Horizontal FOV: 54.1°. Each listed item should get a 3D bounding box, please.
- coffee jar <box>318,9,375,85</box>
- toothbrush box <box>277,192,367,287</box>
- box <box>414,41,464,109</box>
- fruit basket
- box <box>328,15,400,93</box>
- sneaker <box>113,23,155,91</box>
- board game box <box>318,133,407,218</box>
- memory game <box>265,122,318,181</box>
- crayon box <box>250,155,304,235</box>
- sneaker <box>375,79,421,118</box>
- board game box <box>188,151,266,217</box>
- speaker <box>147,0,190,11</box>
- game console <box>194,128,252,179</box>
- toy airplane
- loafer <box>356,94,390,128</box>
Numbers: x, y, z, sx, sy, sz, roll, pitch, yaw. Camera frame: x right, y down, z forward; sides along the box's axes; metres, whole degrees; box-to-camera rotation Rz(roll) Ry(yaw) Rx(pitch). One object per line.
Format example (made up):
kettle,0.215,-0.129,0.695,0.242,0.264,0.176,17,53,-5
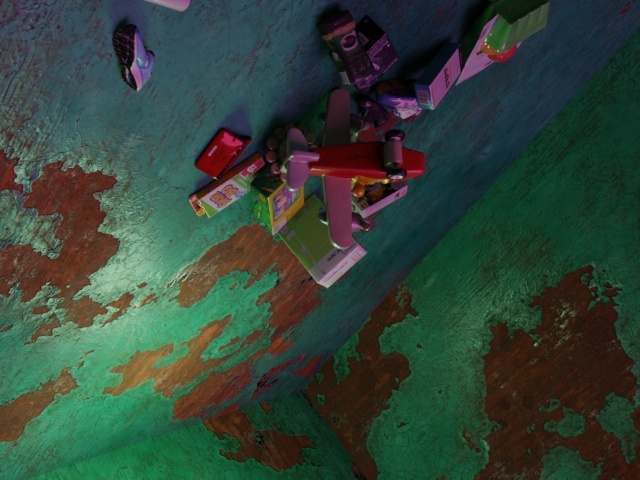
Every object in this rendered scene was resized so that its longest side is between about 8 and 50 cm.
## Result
coffee jar,0.069,-0.518,1.683,0.096,0.079,0.184,-32,114,-12
toothbrush box,0.000,0.000,2.339,0.206,0.283,0.122,-43,156,5
box,0.398,-0.551,2.090,0.244,0.060,0.100,-54,144,-29
fruit basket,0.636,-0.728,2.208,0.327,0.165,0.353,-33,171,-13
box,0.130,-0.537,1.825,0.156,0.093,0.158,-44,157,8
sneaker,-0.397,-0.404,1.352,0.073,0.063,0.162,-47,167,-30
board game box,0.118,-0.224,2.089,0.193,0.305,0.053,-30,152,-22
memory game,-0.085,-0.269,1.925,0.186,0.186,0.012,-27,-162,-26
crayon box,-0.137,-0.151,2.059,0.165,0.081,0.278,-47,163,-20
sneaker,0.281,-0.468,2.141,0.296,0.112,0.131,-13,145,-45
board game box,-0.282,-0.165,1.950,0.259,0.039,0.124,-33,156,-9
speaker,-0.329,-0.504,1.258,0.136,0.055,0.055,-6,139,-52
game console,-0.280,-0.256,1.814,0.124,0.085,0.144,29,112,-32
toy airplane,0.067,-0.218,1.889,0.386,0.384,0.272,-46,169,-6
loafer,0.170,-0.426,2.096,0.078,0.076,0.223,-53,158,11
